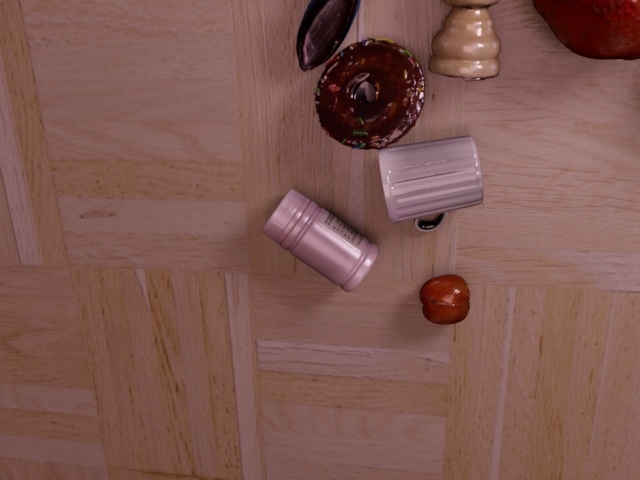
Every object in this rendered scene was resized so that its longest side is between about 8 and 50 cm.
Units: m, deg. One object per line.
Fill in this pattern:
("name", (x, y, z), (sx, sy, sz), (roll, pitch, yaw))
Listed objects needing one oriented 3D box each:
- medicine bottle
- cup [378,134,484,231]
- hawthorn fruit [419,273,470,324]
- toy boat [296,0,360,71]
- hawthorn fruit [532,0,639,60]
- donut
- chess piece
("medicine bottle", (0.000, 0.000, 1.395), (0.250, 0.133, 0.133), (34, 113, -5))
("cup", (0.238, -0.126, 1.312), (0.202, 0.221, 0.166), (-10, 75, 11))
("hawthorn fruit", (0.289, 0.139, 1.408), (0.128, 0.128, 0.128), (4, 111, 9))
("toy boat", (0.009, -0.443, 1.236), (0.100, 0.097, 0.223), (25, 136, -12))
("hawthorn fruit", (0.509, -0.442, 1.069), (0.307, 0.265, 0.265), (7, 119, 53))
("donut", (0.104, -0.296, 1.257), (0.235, 0.089, 0.235), (-1, 88, 17))
("chess piece", (0.288, -0.447, 1.153), (0.143, 0.142, 0.260), (6, 117, 8))
